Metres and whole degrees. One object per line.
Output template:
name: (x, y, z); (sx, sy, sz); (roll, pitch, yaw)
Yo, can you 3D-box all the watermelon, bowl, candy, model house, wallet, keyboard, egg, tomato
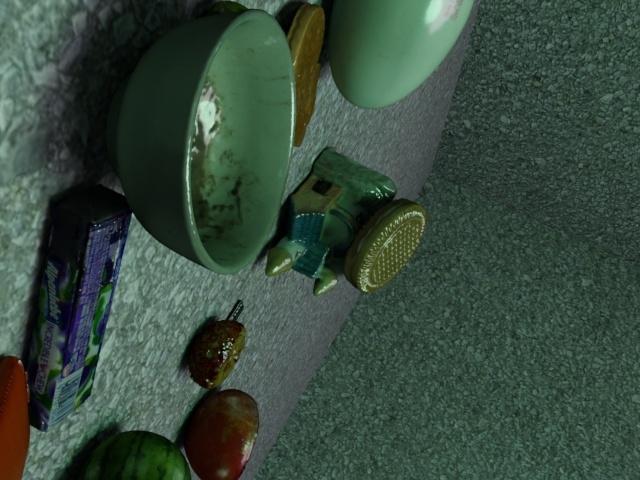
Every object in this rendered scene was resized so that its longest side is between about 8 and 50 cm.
watermelon: (-0.307, 0.417, 1.096); (0.215, 0.188, 0.188); (-87, -170, -49)
bowl: (-0.141, -0.115, 0.751); (0.289, 0.146, 0.289); (11, 90, -75)
candy: (-0.292, 0.085, 0.799); (0.088, 0.061, 0.312); (-41, 156, -63)
model house: (0.000, 0.000, 1.537); (0.325, 0.194, 0.267); (-48, 161, -40)
wallet: (-0.340, 0.236, 0.701); (0.204, 0.045, 0.142); (-116, -150, -61)
keyboard: (-0.222, 0.220, 1.473); (0.198, 0.010, 0.063); (-59, 169, -20)
egg: (0.134, -0.396, 1.166); (0.230, 0.230, 0.371); (-47, 164, -52)
tomato: (-0.241, 0.445, 1.565); (0.200, 0.139, 0.233); (-59, -157, 10)

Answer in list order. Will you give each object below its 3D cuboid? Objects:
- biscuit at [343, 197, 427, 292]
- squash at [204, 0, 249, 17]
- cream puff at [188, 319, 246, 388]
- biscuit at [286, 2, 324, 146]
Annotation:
biscuit: (0.148, 0.012, 1.547); (0.259, 0.079, 0.259); (-40, 152, -26)
squash: (-0.099, -0.209, 0.939); (0.087, 0.087, 0.331); (-60, 169, -17)
cream puff: (-0.211, 0.223, 1.357); (0.149, 0.084, 0.149); (-59, 171, -16)
biscuit: (-0.038, -0.265, 1.126); (0.289, 0.044, 0.202); (95, 13, -72)
